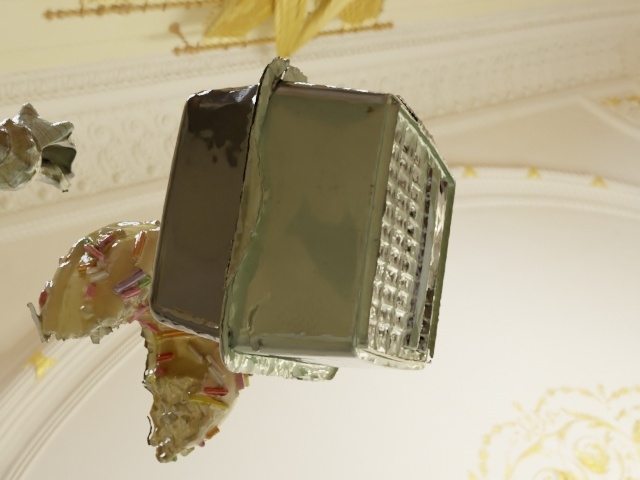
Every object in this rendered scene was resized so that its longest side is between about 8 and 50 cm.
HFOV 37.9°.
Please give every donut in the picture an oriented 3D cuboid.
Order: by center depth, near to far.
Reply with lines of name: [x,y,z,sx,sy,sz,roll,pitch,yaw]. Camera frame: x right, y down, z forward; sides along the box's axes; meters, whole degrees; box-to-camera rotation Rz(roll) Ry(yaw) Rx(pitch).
donut: [-0.236,0.128,1.414,0.371,0.150,0.307,56,-142,-28]

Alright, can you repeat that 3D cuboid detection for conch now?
conch: [-0.416,-0.136,1.313,0.114,0.137,0.234,50,-157,4]

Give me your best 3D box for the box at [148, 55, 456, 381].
box: [0.000,0.000,0.729,0.166,0.220,0.290,7,172,18]
